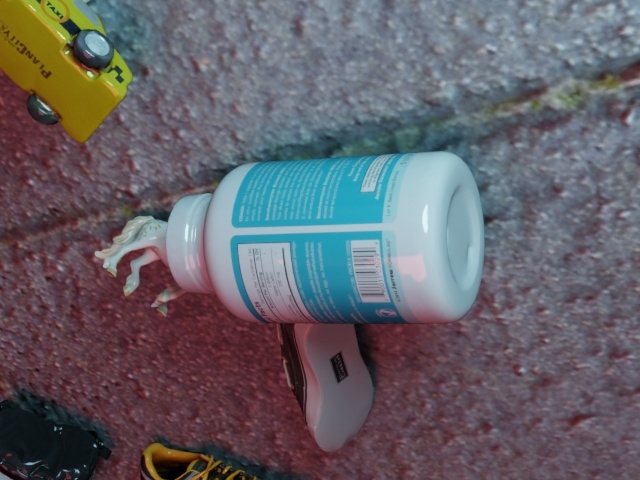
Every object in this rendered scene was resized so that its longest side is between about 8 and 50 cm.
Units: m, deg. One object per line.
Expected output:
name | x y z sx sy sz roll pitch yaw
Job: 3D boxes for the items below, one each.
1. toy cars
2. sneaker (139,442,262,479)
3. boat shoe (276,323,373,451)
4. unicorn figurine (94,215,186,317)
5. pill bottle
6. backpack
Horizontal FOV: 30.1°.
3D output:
toy cars | -0.334 -0.205 1.064 0.394 0.087 0.176 13 127 18
sneaker | -0.123 0.292 1.390 0.215 0.084 0.083 5 125 21
boat shoe | 0.001 0.125 1.207 0.070 0.078 0.219 39 149 39
unicorn figurine | -0.134 0.022 1.163 0.162 0.111 0.060 36 152 11
pill bottle | 0.000 0.000 1.044 0.264 0.146 0.146 -1 127 25
backpack | -0.356 0.297 1.473 0.152 0.115 0.182 24 136 -1
